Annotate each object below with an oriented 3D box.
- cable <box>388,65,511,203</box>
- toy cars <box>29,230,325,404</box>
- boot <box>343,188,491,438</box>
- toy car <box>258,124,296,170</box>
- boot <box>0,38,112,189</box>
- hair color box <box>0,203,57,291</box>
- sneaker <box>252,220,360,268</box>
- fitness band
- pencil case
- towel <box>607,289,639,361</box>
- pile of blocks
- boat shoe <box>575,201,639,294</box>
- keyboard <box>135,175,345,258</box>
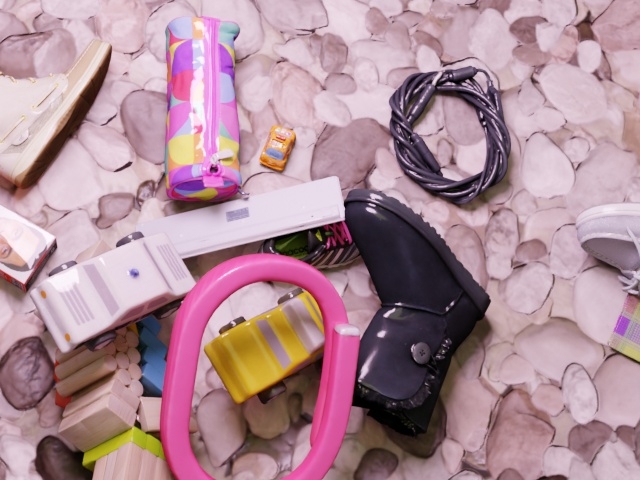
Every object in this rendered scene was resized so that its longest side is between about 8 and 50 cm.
[{"bbox_3d":[0.164,-0.136,1.676,0.150,0.047,0.185,-3,74,-9],"label":"cable"},{"bbox_3d":[-0.124,0.078,1.483,0.393,0.087,0.177,19,56,-23],"label":"toy cars"},{"bbox_3d":[0.079,0.088,1.530,0.246,0.094,0.207,45,62,-27],"label":"boot"},{"bbox_3d":[-0.022,-0.097,1.642,0.122,0.040,0.060,38,72,5],"label":"toy car"},{"bbox_3d":[-0.368,-0.188,1.604,0.165,0.077,0.213,31,75,4],"label":"boot"},{"bbox_3d":[-0.391,-0.007,1.562,0.141,0.043,0.072,30,71,1],"label":"hair color box"},{"bbox_3d":[0.000,0.000,1.598,0.170,0.075,0.063,-17,76,-13],"label":"sneaker"},{"bbox_3d":[-0.067,0.160,1.440,0.209,0.054,0.291,6,98,-20],"label":"fitness band"},{"bbox_3d":[-0.143,-0.160,1.615,0.104,0.104,0.236,-2,73,-8],"label":"pencil case"},{"bbox_3d":[0.401,0.109,1.655,0.060,0.009,0.083,27,72,0],"label":"towel"},{"bbox_3d":[-0.239,0.187,1.507,0.149,0.112,0.362,15,53,-50],"label":"pile of blocks"},{"bbox_3d":[0.463,0.045,1.628,0.320,0.118,0.103,23,66,-8],"label":"boat shoe"},{"bbox_3d":[-0.098,-0.023,1.581,0.256,0.014,0.072,-13,43,3],"label":"keyboard"}]
